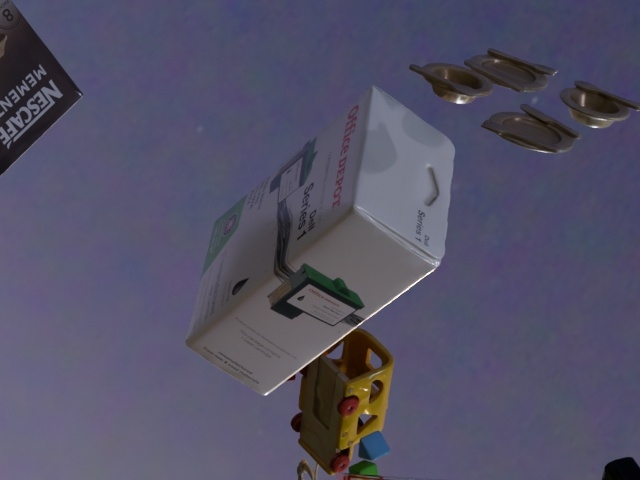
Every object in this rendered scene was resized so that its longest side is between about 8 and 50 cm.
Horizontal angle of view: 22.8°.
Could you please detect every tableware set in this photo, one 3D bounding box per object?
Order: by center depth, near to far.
[{"bbox_3d":[0.152,-0.109,1.191,0.141,0.168,0.020,30,-61,27],"label":"tableware set"}]

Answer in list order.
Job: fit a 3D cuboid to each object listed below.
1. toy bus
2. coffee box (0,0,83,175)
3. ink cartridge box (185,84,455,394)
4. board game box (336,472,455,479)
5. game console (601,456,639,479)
[{"bbox_3d":[0.034,0.210,2.008,0.202,0.104,0.191,-20,-90,60],"label":"toy bus"},{"bbox_3d":[-0.389,-0.103,1.484,0.119,0.297,0.168,-7,-55,51],"label":"coffee box"},{"bbox_3d":[0.000,0.000,1.296,0.092,0.160,0.219,34,-52,-21],"label":"ink cartridge box"},{"bbox_3d":[0.103,0.230,1.029,0.193,0.147,0.045,6,-8,-8],"label":"board game box"},{"bbox_3d":[0.364,0.262,1.599,0.213,0.044,0.361,-121,-154,-45],"label":"game console"}]
